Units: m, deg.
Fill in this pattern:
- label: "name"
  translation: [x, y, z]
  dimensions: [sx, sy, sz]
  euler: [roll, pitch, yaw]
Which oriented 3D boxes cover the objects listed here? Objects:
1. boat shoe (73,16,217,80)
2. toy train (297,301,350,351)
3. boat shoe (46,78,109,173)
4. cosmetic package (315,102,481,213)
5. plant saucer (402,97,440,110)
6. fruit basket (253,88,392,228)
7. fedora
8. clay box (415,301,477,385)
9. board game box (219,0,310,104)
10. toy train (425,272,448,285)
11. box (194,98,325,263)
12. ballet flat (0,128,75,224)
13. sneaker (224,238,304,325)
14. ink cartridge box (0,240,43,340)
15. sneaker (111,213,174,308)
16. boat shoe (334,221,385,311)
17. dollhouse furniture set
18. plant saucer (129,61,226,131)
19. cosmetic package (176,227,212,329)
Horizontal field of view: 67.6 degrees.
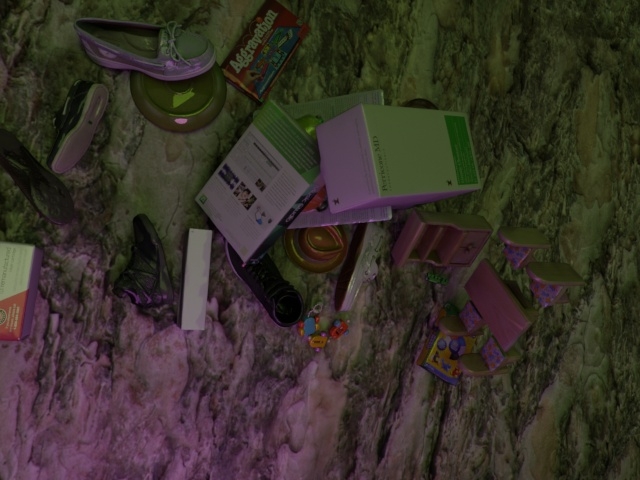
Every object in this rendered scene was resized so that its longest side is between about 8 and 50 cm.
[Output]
- label: "boat shoe"
  translation: [-0.410, -0.465, 1.134]
  dimensions: [0.320, 0.103, 0.118]
  euler: [9, 76, 0]
- label: "toy train"
  translation: [0.002, 0.228, 1.295]
  dimensions: [0.125, 0.046, 0.166]
  euler: [-49, 129, -5]
- label: "boat shoe"
  translation: [-0.581, -0.268, 1.118]
  dimensions: [0.079, 0.084, 0.233]
  euler: [20, 81, 5]
- label: "cosmetic package"
  translation: [0.182, -0.180, 1.066]
  dimensions: [0.365, 0.155, 0.197]
  euler: [-11, 89, -41]
- label: "plant saucer"
  translation: [0.313, -0.358, 1.494]
  dimensions: [0.168, 0.029, 0.169]
  euler: [2, 83, -22]
- label: "fruit basket"
  translation: [-0.002, -0.197, 1.218]
  dimensions: [0.352, 0.165, 0.327]
  euler: [-5, 86, 11]
- label: "fedora"
  translation: [0.000, 0.000, 1.311]
  dimensions: [0.194, 0.079, 0.195]
  euler: [2, 85, -22]
- label: "clay box"
  translation: [0.395, 0.308, 1.451]
  dimensions: [0.127, 0.053, 0.222]
  euler: [34, 75, -14]
- label: "board game box"
  translation: [-0.155, -0.529, 1.328]
  dimensions: [0.145, 0.027, 0.281]
  euler: [33, 75, -14]
- label: "toy train"
  translation: [0.358, 0.121, 1.474]
  dimensions: [0.083, 0.017, 0.024]
  euler: [17, 90, -19]
- label: "box"
  translation: [-0.136, -0.136, 1.140]
  dimensions: [0.322, 0.058, 0.232]
  euler: [-48, 69, 19]
- label: "ballet flat"
  translation: [-0.658, -0.138, 1.085]
  dimensions: [0.250, 0.058, 0.084]
  euler: [54, 48, -15]
- label: "sneaker"
  translation: [-0.134, 0.098, 1.214]
  dimensions: [0.104, 0.147, 0.296]
  euler: [-35, 97, -19]
- label: "ink cartridge box"
  translation: [-0.753, 0.094, 0.987]
  dimensions: [0.282, 0.117, 0.208]
  euler: [8, 83, -21]
- label: "sneaker"
  translation: [-0.435, 0.054, 1.131]
  dimensions: [0.130, 0.087, 0.228]
  euler: [-14, 96, -28]
- label: "boat shoe"
  translation: [0.121, 0.079, 1.341]
  dimensions: [0.096, 0.098, 0.277]
  euler: [25, 75, -17]
- label: "dollhouse furniture set"
  translation: [0.399, 0.105, 1.290]
  dimensions: [0.256, 0.362, 0.394]
  euler: [3, 41, -22]
- label: "plant saucer"
  translation: [-0.359, -0.399, 1.215]
  dimensions: [0.240, 0.037, 0.241]
  euler: [2, 84, -15]
- label: "cosmetic package"
  translation: [-0.308, 0.095, 1.172]
  dimensions: [0.060, 0.099, 0.239]
  euler: [5, 84, -20]
